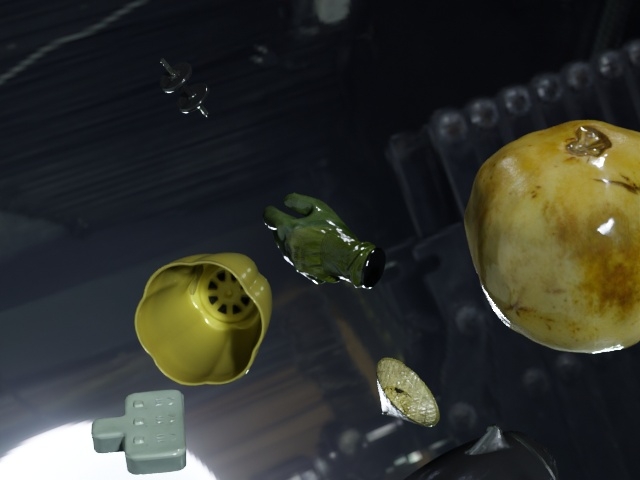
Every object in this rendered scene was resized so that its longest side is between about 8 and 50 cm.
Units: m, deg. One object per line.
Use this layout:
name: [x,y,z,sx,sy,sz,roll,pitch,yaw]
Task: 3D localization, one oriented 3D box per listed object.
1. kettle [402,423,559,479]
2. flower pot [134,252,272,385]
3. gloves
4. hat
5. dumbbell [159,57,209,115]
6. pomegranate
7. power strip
kettle: [0.234,0.418,1.750,0.207,0.290,0.268,21,-37,56]
flower pot: [-0.158,0.103,1.795,0.179,0.195,0.195,-47,121,-74]
gloves: [-0.007,0.002,1.998,0.268,0.107,0.135,28,-66,44]
hat: [0.129,0.278,2.056,0.067,0.146,0.146,-45,-122,24]
dumbbell: [-0.246,-0.276,2.163,0.147,0.069,0.069,51,-3,-41]
pomegranate: [0.367,-0.002,1.684,0.332,0.332,0.332,54,-25,39]
power strip: [-0.374,0.395,2.473,0.265,0.194,0.059,-112,-162,-67]
